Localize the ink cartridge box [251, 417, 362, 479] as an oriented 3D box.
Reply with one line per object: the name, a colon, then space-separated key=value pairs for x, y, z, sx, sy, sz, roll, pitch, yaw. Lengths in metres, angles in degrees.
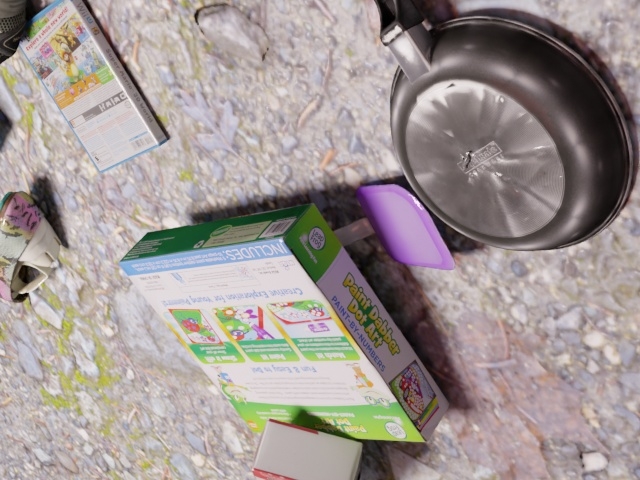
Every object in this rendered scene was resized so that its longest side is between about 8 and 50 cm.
ink cartridge box: x=-0.011 y=0.231 z=1.100 sx=0.099 sy=0.056 sz=0.135 roll=14 pitch=158 yaw=7

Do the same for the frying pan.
frying pan: x=0.105 y=-0.122 z=0.777 sx=0.197 sy=0.053 sz=0.326 roll=-2 pitch=123 yaw=42

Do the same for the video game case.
video game case: x=-0.229 y=-0.153 z=1.080 sx=0.119 sy=0.015 sz=0.166 roll=-16 pitch=110 yaw=48

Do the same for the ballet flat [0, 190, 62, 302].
ballet flat: x=-0.351 y=0.014 z=1.292 sx=0.079 sy=0.077 sz=0.221 roll=30 pitch=146 yaw=-6

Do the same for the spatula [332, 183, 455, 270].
spatula: x=0.000 y=0.000 z=0.980 sx=0.296 sy=0.030 sz=0.084 roll=-10 pitch=117 yaw=47

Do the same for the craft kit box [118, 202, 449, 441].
craft kit box: x=-0.038 y=0.087 z=1.037 sx=0.250 sy=0.061 sz=0.246 roll=-7 pitch=123 yaw=46

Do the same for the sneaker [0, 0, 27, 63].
sneaker: x=-0.402 y=-0.219 z=1.063 sx=0.228 sy=0.087 sz=0.130 roll=13 pitch=123 yaw=-6
